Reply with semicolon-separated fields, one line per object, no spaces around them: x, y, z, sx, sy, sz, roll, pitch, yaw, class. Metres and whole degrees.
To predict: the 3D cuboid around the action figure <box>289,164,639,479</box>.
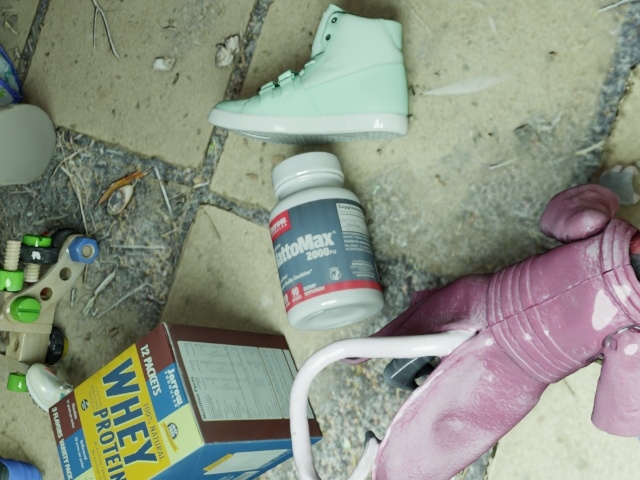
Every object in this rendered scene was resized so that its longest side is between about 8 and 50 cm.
0.172;0.055;0.677;0.370;0.275;0.248;-38;54;39;action figure

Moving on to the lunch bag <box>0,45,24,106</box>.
-0.581;-0.253;1.377;0.129;0.096;0.151;-43;74;18;lunch bag

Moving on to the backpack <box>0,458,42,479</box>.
-0.442;0.369;1.140;0.097;0.101;0.120;-1;76;34;backpack

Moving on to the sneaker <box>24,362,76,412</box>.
-0.318;0.216;1.082;0.075;0.057;0.161;-37;97;14;sneaker

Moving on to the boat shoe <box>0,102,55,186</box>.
-0.530;-0.124;1.152;0.158;0.340;0.127;5;109;13;boat shoe

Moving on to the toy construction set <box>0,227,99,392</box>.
-0.484;0.089;1.130;0.308;0.257;0.237;10;95;17;toy construction set

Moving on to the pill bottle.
0.000;0.000;0.896;0.108;0.108;0.180;-25;67;29;pill bottle

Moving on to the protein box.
-0.148;0.204;0.901;0.199;0.201;0.136;-36;62;24;protein box

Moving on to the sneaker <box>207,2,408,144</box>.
-0.014;-0.194;0.952;0.255;0.094;0.151;2;87;26;sneaker
